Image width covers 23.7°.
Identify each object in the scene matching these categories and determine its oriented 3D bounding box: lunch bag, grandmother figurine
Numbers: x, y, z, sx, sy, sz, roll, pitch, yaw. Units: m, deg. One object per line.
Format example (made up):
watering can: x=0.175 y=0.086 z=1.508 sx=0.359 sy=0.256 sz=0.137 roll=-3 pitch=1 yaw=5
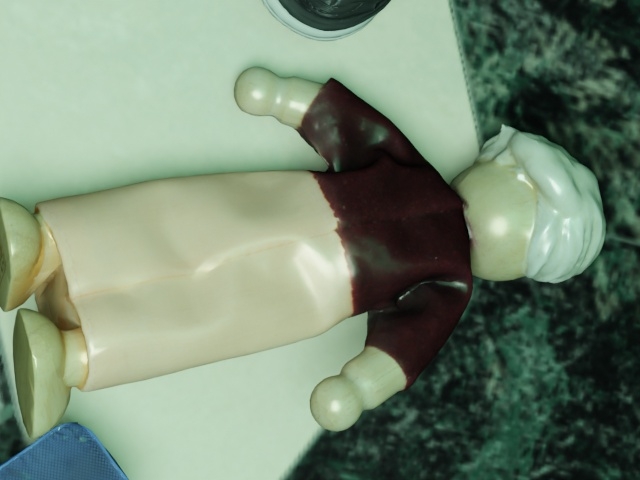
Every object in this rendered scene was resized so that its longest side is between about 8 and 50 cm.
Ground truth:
lunch bag: x=-0.146 y=0.147 z=0.790 sx=0.098 sy=0.065 sz=0.067 roll=-33 pitch=80 yaw=-17
grandmother figurine: x=0.000 y=0.000 z=0.823 sx=0.342 sy=0.104 sz=0.208 roll=-8 pitch=80 yaw=-20

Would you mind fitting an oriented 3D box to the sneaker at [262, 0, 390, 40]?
sneaker: x=0.066 y=-0.232 z=0.808 sx=0.101 sy=0.153 sz=0.268 roll=29 pitch=82 yaw=-17
